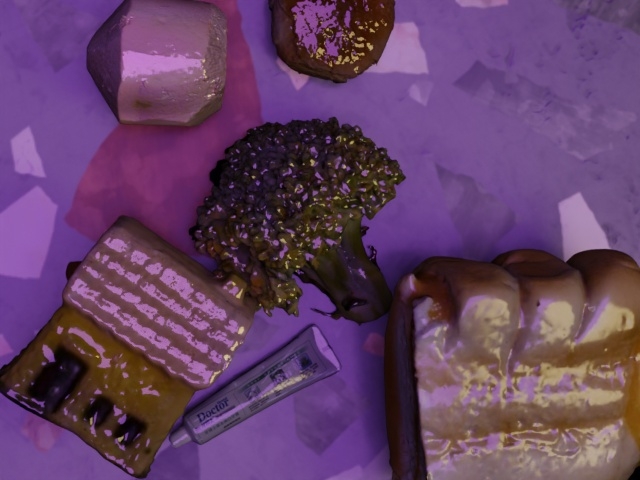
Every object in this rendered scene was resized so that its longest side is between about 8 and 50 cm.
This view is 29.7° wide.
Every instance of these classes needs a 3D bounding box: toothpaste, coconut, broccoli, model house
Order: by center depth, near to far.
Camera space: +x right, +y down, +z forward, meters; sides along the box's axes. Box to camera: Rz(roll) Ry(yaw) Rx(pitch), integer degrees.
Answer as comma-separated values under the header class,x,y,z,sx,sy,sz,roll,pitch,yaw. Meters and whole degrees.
class,x,y,z,sx,sy,sz,roll,pitch,yaw
model house,-0.196,0.098,1.305,0.193,0.175,0.234,35,97,-4
coconut,-0.181,-0.200,1.334,0.153,0.147,0.147,4,91,-10
broccoli,-0.005,-0.008,1.341,0.242,0.180,0.273,-38,96,-6
toothpaste,-0.080,0.179,1.411,0.218,0.041,0.064,-31,90,-9

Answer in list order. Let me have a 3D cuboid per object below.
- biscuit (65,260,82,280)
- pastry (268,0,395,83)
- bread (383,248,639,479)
class,x,y,z,sx,sy,sz,roll,pitch,yaw
biscuit,-0.226,0.048,1.394,0.130,0.019,0.119,-44,97,-5
pastry,0.013,-0.256,1.385,0.153,0.081,0.153,0,88,-9
bread,0.237,0.149,1.368,0.341,0.210,0.300,-8,104,-8
